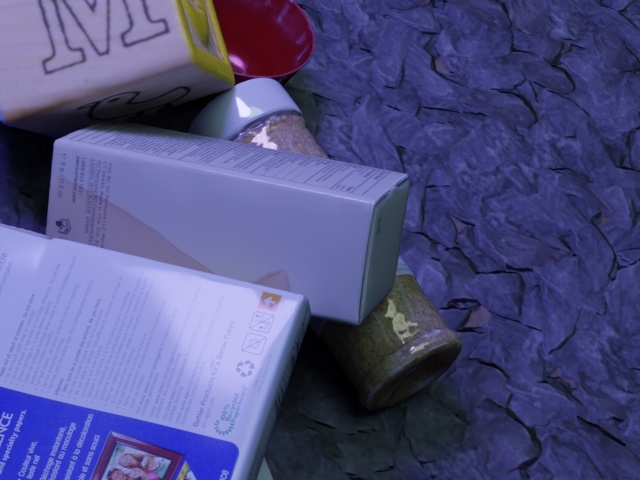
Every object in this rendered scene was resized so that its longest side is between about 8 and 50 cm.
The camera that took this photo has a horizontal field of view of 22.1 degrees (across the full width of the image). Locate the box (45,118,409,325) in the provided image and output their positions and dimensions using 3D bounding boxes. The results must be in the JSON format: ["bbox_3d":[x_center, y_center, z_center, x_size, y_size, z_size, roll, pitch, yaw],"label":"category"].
[{"bbox_3d":[-0.086,-0.022,1.542,0.311,0.121,0.148,12,15,15],"label":"box"}]

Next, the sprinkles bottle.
[{"bbox_3d":[0.000,0.000,1.677,0.121,0.121,0.355,-18,64,-37],"label":"sprinkles bottle"}]

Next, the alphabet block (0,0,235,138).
[{"bbox_3d":[-0.218,-0.223,1.616,0.197,0.192,0.193,-17,87,10],"label":"alphabet block"}]

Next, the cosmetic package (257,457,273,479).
[{"bbox_3d":[-0.129,0.180,1.491,0.117,0.085,0.231,-7,59,-30],"label":"cosmetic package"}]

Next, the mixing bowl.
[{"bbox_3d":[-0.106,-0.208,1.801,0.181,0.098,0.181,14,43,-14],"label":"mixing bowl"}]

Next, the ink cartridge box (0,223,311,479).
[{"bbox_3d":[-0.198,0.153,1.408,0.307,0.072,0.303,12,64,13],"label":"ink cartridge box"}]
